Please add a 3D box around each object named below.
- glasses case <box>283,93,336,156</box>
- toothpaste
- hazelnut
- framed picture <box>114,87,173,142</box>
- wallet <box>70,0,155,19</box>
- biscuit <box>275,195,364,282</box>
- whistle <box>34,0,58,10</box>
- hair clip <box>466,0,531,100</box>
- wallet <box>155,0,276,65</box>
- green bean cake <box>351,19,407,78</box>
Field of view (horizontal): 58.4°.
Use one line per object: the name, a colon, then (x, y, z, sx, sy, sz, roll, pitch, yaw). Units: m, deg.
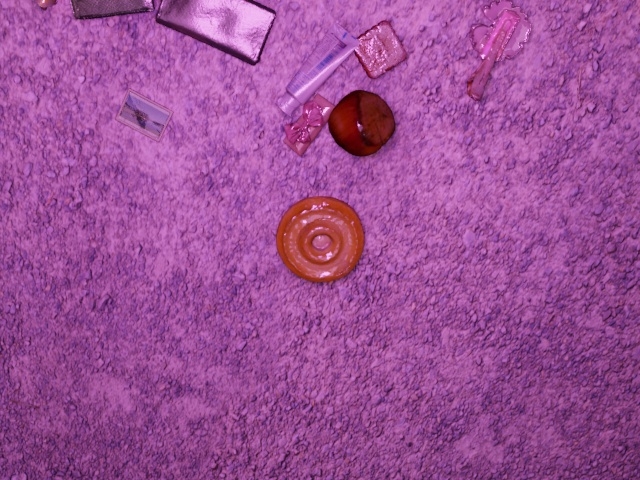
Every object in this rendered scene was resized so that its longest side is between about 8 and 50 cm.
glasses case: (-0.043, -0.362, 1.762, 0.102, 0.070, 0.193, 36, 103, -12)
toothpaste: (-0.017, -0.505, 1.715, 0.299, 0.073, 0.114, -48, 67, 12)
hazelnut: (0.117, -0.343, 1.731, 0.208, 0.208, 0.208, -1, 108, -2)
framed picture: (-0.542, -0.384, 1.762, 0.149, 0.011, 0.109, 27, 105, -11)
wallet: (-0.598, -0.721, 1.626, 0.236, 0.055, 0.160, -5, 105, 4)
biscuit: (0.000, 0.000, 1.872, 0.296, 0.102, 0.296, 0, 107, -1)
whistle: (-0.699, -0.782, 1.562, 0.057, 0.068, 0.326, 22, 94, -17)
hair clip: (0.511, -0.562, 1.721, 0.173, 0.069, 0.300, 24, 95, -12)
wallet: (-0.303, -0.652, 1.669, 0.321, 0.044, 0.170, 21, 107, -13)
green bean cake: (0.174, -0.569, 1.711, 0.136, 0.056, 0.135, -32, 105, 8)
